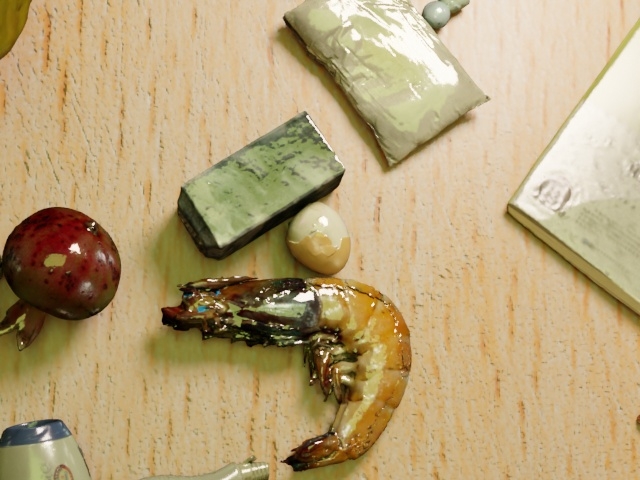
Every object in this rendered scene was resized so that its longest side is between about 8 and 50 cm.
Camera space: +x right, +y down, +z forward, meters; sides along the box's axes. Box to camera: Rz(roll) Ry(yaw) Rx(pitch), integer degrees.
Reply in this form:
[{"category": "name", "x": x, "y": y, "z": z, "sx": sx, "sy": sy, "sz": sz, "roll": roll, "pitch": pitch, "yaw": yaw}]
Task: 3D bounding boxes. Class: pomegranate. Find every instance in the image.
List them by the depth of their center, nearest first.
[{"category": "pomegranate", "x": -0.296, "y": 0.036, "z": 1.255, "sx": 0.159, "sy": 0.129, "sz": 0.129, "roll": -32, "pitch": 84, "yaw": -8}]

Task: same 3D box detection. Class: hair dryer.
[{"category": "hair dryer", "x": -0.217, "y": 0.352, "z": 1.225, "sx": 0.298, "sy": 0.119, "sz": 0.296, "roll": 14, "pitch": 83, "yaw": -17}]

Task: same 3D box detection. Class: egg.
[{"category": "egg", "x": 0.000, "y": 0.000, "z": 1.326, "sx": 0.071, "sy": 0.071, "sz": 0.083, "roll": -40, "pitch": 92, "yaw": -13}]

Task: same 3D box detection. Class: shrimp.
[{"category": "shrimp", "x": -0.041, "y": 0.143, "z": 1.299, "sx": 0.290, "sy": 0.054, "sz": 0.222, "roll": 9, "pitch": 78, "yaw": -9}]

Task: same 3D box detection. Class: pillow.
[{"category": "pillow", "x": 0.077, "y": -0.217, "z": 1.390, "sx": 0.148, "sy": 0.050, "sz": 0.230, "roll": -37, "pitch": 89, "yaw": -3}]

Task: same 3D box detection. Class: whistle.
[{"category": "whistle", "x": 0.159, "y": -0.293, "z": 1.424, "sx": 0.035, "sy": 0.035, "sz": 0.100, "roll": 45, "pitch": 76, "yaw": 3}]

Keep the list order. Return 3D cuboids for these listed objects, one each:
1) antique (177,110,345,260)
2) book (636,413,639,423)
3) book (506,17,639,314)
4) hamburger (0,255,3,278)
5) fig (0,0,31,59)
[{"category": "antique", "x": -0.073, "y": -0.057, "z": 1.319, "sx": 0.183, "sy": 0.088, "sz": 0.086, "roll": -32, "pitch": 83, "yaw": -12}, {"category": "book", "x": 0.553, "y": 0.154, "z": 1.393, "sx": 0.228, "sy": 0.018, "sz": 0.322, "roll": 36, "pitch": 77, "yaw": 1}, {"category": "book", "x": 0.413, "y": -0.102, "z": 1.418, "sx": 0.239, "sy": 0.035, "sz": 0.352, "roll": 36, "pitch": 77, "yaw": 3}, {"category": "hamburger", "x": -0.476, "y": 0.019, "z": 1.210, "sx": 0.288, "sy": 0.192, "sz": 0.168, "roll": 28, "pitch": 67, "yaw": -1}, {"category": "fig", "x": -0.451, "y": -0.323, "z": 1.191, "sx": 0.343, "sy": 0.343, "sz": 0.344, "roll": 1, "pitch": 78, "yaw": -7}]
